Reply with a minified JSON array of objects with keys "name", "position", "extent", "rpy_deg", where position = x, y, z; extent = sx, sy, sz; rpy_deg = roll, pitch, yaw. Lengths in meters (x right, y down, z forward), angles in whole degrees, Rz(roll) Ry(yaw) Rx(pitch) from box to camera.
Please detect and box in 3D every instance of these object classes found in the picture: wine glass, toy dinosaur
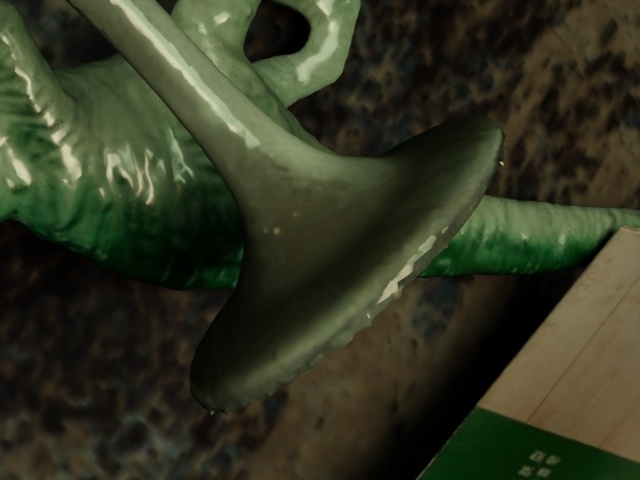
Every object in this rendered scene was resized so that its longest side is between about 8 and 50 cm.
[{"name":"wine glass","position":[-0.044,-0.161,0.451],"extent":[0.309,0.096,0.264],"rpy_deg":[48,63,-12]},{"name":"toy dinosaur","position":[0.003,-0.050,0.551],"extent":[0.383,0.076,0.129],"rpy_deg":[-2,94,-30]}]

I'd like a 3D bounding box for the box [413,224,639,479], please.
[{"name":"box","position":[0.087,0.111,0.568],"extent":[0.199,0.081,0.135],"rpy_deg":[-46,131,-25]}]
